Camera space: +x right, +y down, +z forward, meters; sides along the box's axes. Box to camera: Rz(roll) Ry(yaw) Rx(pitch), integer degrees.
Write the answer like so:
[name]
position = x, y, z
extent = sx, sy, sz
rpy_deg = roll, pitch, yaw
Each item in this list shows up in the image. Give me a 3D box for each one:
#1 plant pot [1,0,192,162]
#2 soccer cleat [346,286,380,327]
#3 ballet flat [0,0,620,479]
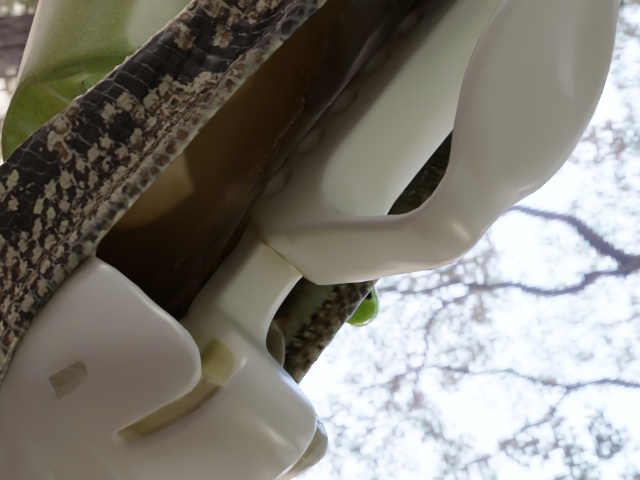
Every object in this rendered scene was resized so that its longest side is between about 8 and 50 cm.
[plant pot]
position = -0.093, -0.117, 0.926
extent = 0.254, 0.276, 0.276
rpy_deg = -79, -177, -48
[soccer cleat]
position = 0.000, 0.000, 1.231
extent = 0.179, 0.060, 0.072
rpy_deg = 63, 0, 11
[ballet flat]
position = -0.016, -0.015, 0.538
extent = 0.182, 0.483, 0.164
rpy_deg = 31, -11, 49
